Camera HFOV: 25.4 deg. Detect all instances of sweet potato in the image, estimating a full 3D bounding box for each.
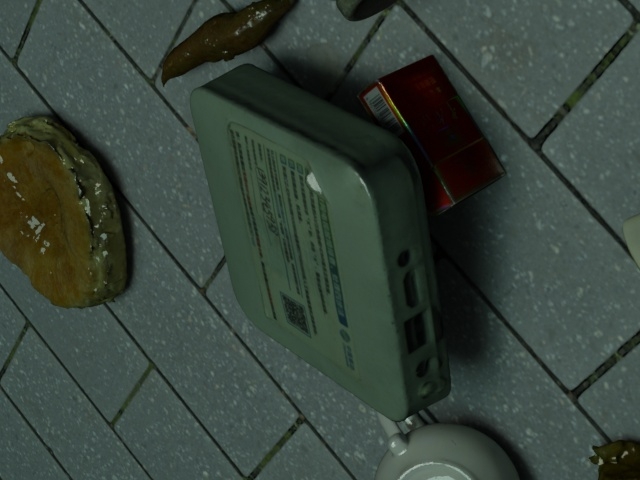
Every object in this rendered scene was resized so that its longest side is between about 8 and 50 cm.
[{"bbox_3d":[-0.134,-0.272,1.919,0.274,0.067,0.067,-21,96,45],"label":"sweet potato"}]

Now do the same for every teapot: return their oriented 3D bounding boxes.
[{"bbox_3d":[0.167,0.335,1.904,0.204,0.139,0.298,-35,82,21],"label":"teapot"}]

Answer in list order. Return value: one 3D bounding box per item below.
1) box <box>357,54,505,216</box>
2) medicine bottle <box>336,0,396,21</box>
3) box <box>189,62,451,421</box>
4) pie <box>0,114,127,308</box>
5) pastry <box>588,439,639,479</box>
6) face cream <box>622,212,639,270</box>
[{"bbox_3d":[0.134,-0.127,1.701,0.048,0.112,0.175,-35,87,47],"label":"box"},{"bbox_3d":[-0.006,-0.422,1.649,0.322,0.151,0.151,54,137,7],"label":"medicine bottle"},{"bbox_3d":[0.001,0.000,1.824,0.396,0.111,0.396,31,142,45],"label":"box"},{"bbox_3d":[-0.439,-0.043,2.324,0.339,0.083,0.339,25,129,35],"label":"pie"},{"bbox_3d":[0.418,0.366,1.674,0.240,0.132,0.235,-4,109,44],"label":"pastry"},{"bbox_3d":[0.481,-0.005,1.452,0.348,0.081,0.173,-30,89,48],"label":"face cream"}]
